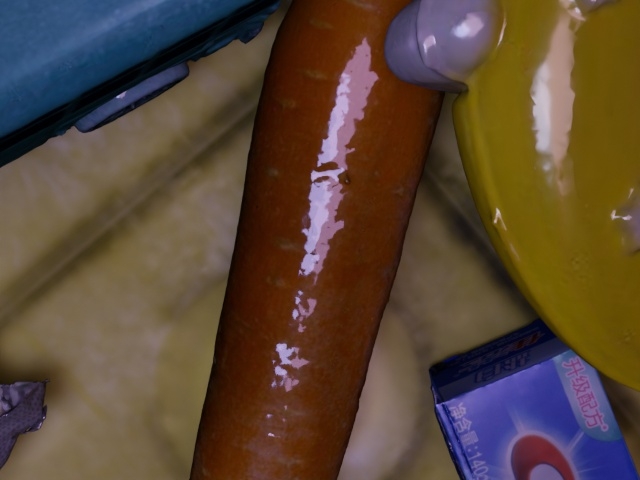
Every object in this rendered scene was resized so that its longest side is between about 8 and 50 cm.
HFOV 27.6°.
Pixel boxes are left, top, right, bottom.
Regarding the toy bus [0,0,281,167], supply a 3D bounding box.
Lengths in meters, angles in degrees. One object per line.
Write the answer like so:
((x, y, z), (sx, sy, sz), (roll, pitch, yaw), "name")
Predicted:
((-0.142, -0.067, 0.398), (0.256, 0.147, 0.128), (-31, 95, -15), "toy bus")

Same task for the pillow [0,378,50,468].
((-0.230, 0.017, 0.479), (0.169, 0.059, 0.255), (-35, 98, -6), "pillow")

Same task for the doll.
((0.141, -0.060, 0.443), (0.252, 0.111, 0.237), (7, 83, -24), "doll")

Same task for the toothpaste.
((0.120, 0.166, 0.514), (0.066, 0.053, 0.272), (-22, 99, 2), "toothpaste")

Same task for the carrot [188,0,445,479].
((0.000, 0.000, 0.477), (0.067, 0.067, 0.225), (12, 101, -3), "carrot")
